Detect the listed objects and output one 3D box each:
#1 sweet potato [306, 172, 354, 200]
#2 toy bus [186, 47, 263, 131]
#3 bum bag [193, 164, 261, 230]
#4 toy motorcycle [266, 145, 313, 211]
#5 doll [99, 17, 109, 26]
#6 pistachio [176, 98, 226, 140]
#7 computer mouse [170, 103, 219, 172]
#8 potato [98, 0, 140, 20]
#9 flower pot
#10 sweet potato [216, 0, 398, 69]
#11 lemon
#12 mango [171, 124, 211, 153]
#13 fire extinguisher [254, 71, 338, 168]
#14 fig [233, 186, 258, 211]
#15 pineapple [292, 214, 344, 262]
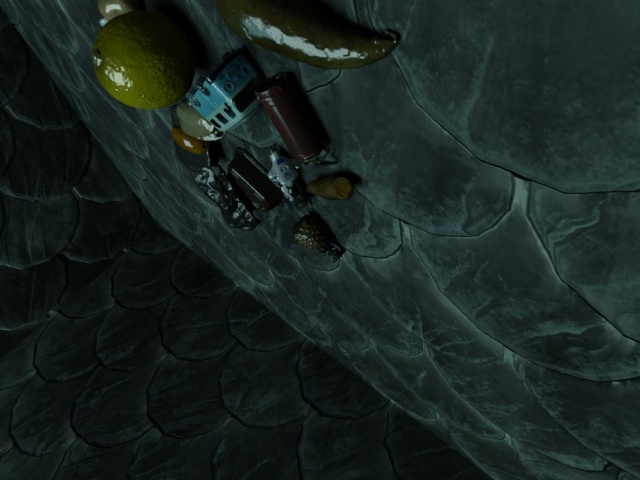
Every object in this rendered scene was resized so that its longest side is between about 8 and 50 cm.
[{"bbox_3d":[0.028,-0.151,1.509,0.077,0.077,0.244,53,168,-21],"label":"sweet potato"},{"bbox_3d":[-0.248,-0.396,1.478,0.165,0.133,0.271,46,163,-17],"label":"toy bus"},{"bbox_3d":[-0.337,-0.144,1.958,0.137,0.074,0.310,-12,127,29],"label":"bum bag"},{"bbox_3d":[-0.098,-0.180,1.666,0.221,0.102,0.150,64,174,-36],"label":"toy motorcycle"},{"bbox_3d":[-0.636,-0.608,1.790,0.256,0.161,0.215,62,-175,-12],"label":"doll"},{"bbox_3d":[-0.387,-0.392,1.764,0.206,0.131,0.130,31,-163,36],"label":"pistachio"},{"bbox_3d":[-0.450,-0.374,1.989,0.168,0.087,0.295,22,136,22],"label":"computer mouse"},{"bbox_3d":[-0.601,-0.701,1.614,0.147,0.112,0.112,18,148,39],"label":"potato"},{"bbox_3d":[-0.237,-0.198,1.913,0.251,0.084,0.179,44,160,4],"label":"flower pot"},{"bbox_3d":[-0.045,-0.416,1.061,0.423,0.130,0.130,30,156,20],"label":"sweet potato"},{"bbox_3d":[-0.492,-0.505,1.531,0.293,0.293,0.293,39,159,18],"label":"lemon"},{"bbox_3d":[-0.454,-0.349,1.873,0.159,0.084,0.105,19,-166,25],"label":"mango"},{"bbox_3d":[-0.054,-0.285,1.373,0.105,0.105,0.269,18,147,52],"label":"fire extinguisher"},{"bbox_3d":[-0.298,-0.140,2.095,0.133,0.126,0.184,15,143,30],"label":"fig"},{"bbox_3d":[0.000,0.000,1.835,0.198,0.108,0.108,38,163,-16],"label":"pineapple"}]
